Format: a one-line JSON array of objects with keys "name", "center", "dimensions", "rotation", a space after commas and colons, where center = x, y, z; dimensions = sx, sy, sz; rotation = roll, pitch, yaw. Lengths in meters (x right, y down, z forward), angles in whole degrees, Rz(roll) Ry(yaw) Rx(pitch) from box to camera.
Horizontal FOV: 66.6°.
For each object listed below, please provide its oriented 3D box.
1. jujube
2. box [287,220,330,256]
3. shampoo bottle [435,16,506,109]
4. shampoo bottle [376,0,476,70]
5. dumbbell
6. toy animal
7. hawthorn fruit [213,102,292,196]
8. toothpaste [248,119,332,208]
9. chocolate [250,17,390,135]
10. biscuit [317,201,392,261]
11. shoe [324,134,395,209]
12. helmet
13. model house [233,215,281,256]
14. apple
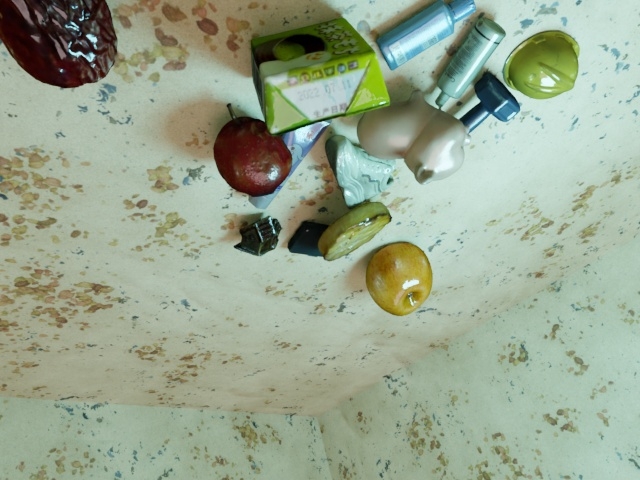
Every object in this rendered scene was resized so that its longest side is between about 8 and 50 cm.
[{"name": "jujube", "center": [-0.549, -0.470, 0.942], "dimensions": [0.216, 0.216, 0.342], "rotation": [-17, 139, 0]}, {"name": "box", "center": [0.000, 0.000, 1.918], "dimensions": [0.230, 0.050, 0.160], "rotation": [8, 137, -32]}, {"name": "shampoo bottle", "center": [0.410, -0.494, 1.390], "dimensions": [0.085, 0.085, 0.262], "rotation": [5, 139, -28]}, {"name": "shampoo bottle", "center": [0.279, -0.553, 1.276], "dimensions": [0.258, 0.061, 0.104], "rotation": [-27, 143, 15]}, {"name": "dumbbell", "center": [0.457, -0.365, 1.538], "dimensions": [0.316, 0.156, 0.143], "rotation": [-41, 168, 31]}, {"name": "toy animal", "center": [0.270, -0.297, 1.420], "dimensions": [0.326, 0.270, 0.237], "rotation": [-3, -171, 11]}, {"name": "hawthorn fruit", "center": [-0.204, -0.252, 1.354], "dimensions": [0.210, 0.230, 0.266], "rotation": [-28, 130, 1]}, {"name": "toothpaste", "center": [-0.112, -0.255, 1.523], "dimensions": [0.125, 0.080, 0.371], "rotation": [16, 126, -33]}, {"name": "chocolate", "center": [-0.017, -0.403, 1.162], "dimensions": [0.288, 0.301, 0.137], "rotation": [-15, 133, -5]}, {"name": "biscuit", "center": [0.117, -0.039, 1.767], "dimensions": [0.296, 0.102, 0.296], "rotation": [-31, 164, -10]}, {"name": "shoe", "center": [0.142, -0.248, 1.583], "dimensions": [0.210, 0.132, 0.342], "rotation": [-23, 150, 4]}, {"name": "helmet", "center": [0.690, -0.498, 1.463], "dimensions": [0.256, 0.140, 0.205], "rotation": [2, 141, -21]}, {"name": "model house", "center": [-0.212, -0.032, 1.763], "dimensions": [0.165, 0.106, 0.152], "rotation": [-33, 150, -46]}, {"name": "apple", "center": [0.344, 0.170, 2.108], "dimensions": [0.298, 0.275, 0.299], "rotation": [-10, 138, -9]}]
